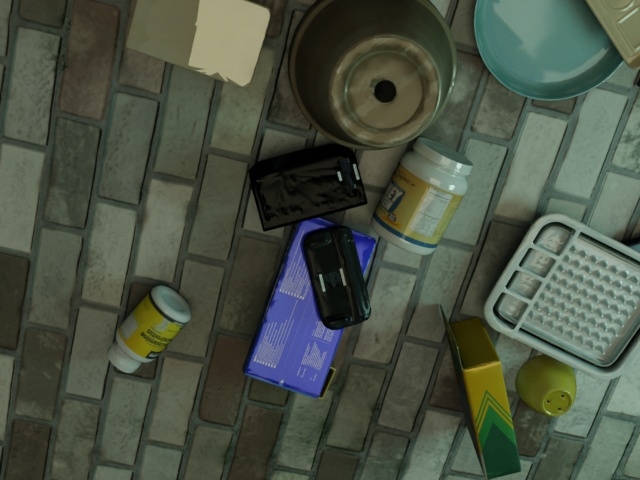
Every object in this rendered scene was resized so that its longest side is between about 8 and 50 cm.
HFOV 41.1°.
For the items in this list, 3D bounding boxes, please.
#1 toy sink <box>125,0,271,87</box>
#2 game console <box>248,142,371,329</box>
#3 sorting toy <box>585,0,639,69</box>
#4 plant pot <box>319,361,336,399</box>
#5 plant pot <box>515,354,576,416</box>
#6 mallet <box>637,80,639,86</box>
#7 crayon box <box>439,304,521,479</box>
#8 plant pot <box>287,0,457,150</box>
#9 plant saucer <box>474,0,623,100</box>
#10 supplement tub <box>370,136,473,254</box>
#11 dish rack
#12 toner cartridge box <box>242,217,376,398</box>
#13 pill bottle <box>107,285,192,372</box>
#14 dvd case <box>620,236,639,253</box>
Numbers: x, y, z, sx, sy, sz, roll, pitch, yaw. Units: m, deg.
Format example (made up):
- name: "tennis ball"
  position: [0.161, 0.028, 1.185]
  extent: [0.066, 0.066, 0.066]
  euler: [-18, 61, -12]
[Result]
- name: "toy sink"
  position: [-0.212, -0.394, 1.556]
  extent: [0.234, 0.131, 0.153]
  euler: [18, 109, -3]
- name: "game console"
  position: [0.000, 0.000, 1.674]
  extent: [0.213, 0.044, 0.361]
  euler: [-14, 95, -5]
- name: "sorting toy"
  position: [0.599, -0.451, 1.568]
  extent: [0.193, 0.038, 0.208]
  euler: [-37, 103, 11]
- name: "plant pot"
  position: [-0.019, 0.278, 1.843]
  extent: [0.081, 0.083, 0.081]
  euler: [20, 109, -8]
- name: "plant pot"
  position: [0.505, 0.332, 1.873]
  extent: [0.134, 0.095, 0.134]
  euler: [0, 111, -1]
- name: "mallet"
  position: [0.676, -0.379, 1.644]
  extent: [0.062, 0.039, 0.190]
  euler: [13, 115, -9]
- name: "crayon box"
  position: [0.337, 0.308, 1.801]
  extent: [0.083, 0.203, 0.323]
  euler: [-15, 111, 3]
- name: "plant pot"
  position: [0.104, -0.292, 1.526]
  extent: [0.323, 0.280, 0.323]
  euler: [-1, 111, -3]
- name: "plant saucer"
  position: [0.444, -0.426, 1.611]
  extent: [0.317, 0.044, 0.318]
  euler: [-1, 112, -2]
- name: "supplement tub"
  position: [0.200, -0.087, 1.678]
  extent: [0.144, 0.144, 0.200]
  euler: [22, 108, -10]
- name: "dish rack"
  position: [0.537, 0.112, 1.782]
  extent: [0.332, 0.072, 0.286]
  euler: [27, 109, -2]
- name: "toner cartridge box"
  position: [-0.025, 0.129, 1.739]
  extent: [0.165, 0.075, 0.348]
  euler: [20, 92, -7]
- name: "pill bottle"
  position: [-0.362, 0.189, 1.787]
  extent: [0.103, 0.103, 0.184]
  euler: [39, 105, -15]
- name: "dvd case"
  position: [0.723, 0.098, 1.805]
  extent: [0.180, 0.022, 0.253]
  euler: [-19, 111, 24]
